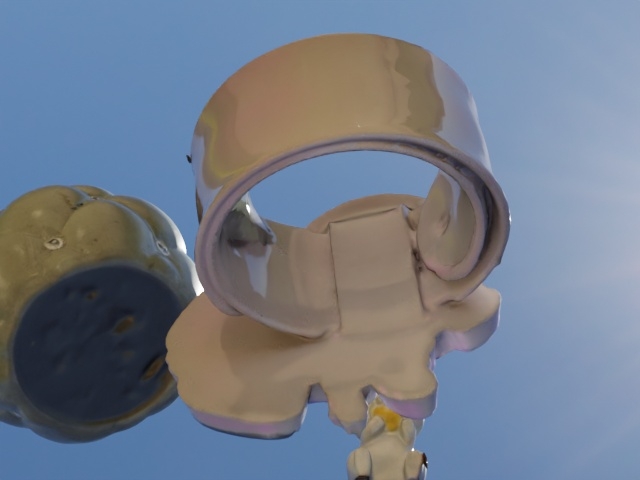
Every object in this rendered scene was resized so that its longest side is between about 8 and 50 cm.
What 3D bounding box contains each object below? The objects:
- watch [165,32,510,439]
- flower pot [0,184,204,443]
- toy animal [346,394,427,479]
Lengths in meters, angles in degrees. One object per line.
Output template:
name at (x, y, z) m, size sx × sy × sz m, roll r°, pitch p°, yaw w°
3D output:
watch at (0.000, 0.000, 0.962) m, size 0.244 × 0.231 × 0.196 m, roll -12°, pitch -131°, yaw 1°
flower pot at (-0.228, 0.066, 1.365) m, size 0.246 × 0.246 × 0.195 m, roll -32°, pitch -154°, yaw -12°
toy animal at (0.059, 0.161, 1.230) m, size 0.071 × 0.085 × 0.124 m, roll -9°, pitch -126°, yaw 12°
